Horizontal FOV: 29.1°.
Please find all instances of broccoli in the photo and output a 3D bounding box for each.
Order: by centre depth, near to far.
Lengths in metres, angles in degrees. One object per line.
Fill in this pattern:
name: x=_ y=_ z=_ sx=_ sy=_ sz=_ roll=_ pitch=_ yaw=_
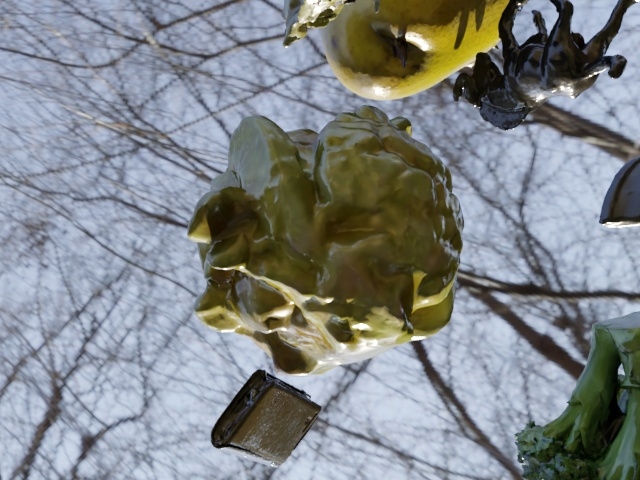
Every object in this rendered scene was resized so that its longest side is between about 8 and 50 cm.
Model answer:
broccoli: x=0.313 y=0.171 z=1.050 sx=0.261 sy=0.269 sz=0.242 roll=-20 pitch=-82 yaw=-15

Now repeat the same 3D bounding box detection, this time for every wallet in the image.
wallet: x=-0.065 y=0.225 z=1.532 sx=0.110 sy=0.031 sz=0.198 roll=-54 pitch=-25 yaw=-3

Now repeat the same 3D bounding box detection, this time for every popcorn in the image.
popcorn: x=0.000 y=-0.001 z=0.808 sx=0.187 sy=0.185 sz=0.167 roll=-15 pitch=-100 yaw=3

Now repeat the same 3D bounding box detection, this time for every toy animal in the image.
toy animal: x=0.241 y=-0.190 z=1.286 sx=0.084 sy=0.232 sz=0.148 roll=15 pitch=-99 yaw=-35

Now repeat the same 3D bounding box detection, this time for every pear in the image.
pear: x=0.078 y=-0.240 z=1.358 sx=0.267 sy=0.267 sz=0.178 roll=49 pitch=-129 yaw=-28

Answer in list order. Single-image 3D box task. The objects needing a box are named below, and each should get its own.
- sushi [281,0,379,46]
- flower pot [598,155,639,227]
sushi: x=0.028 y=-0.255 z=1.110 sx=0.131 sy=0.291 sz=0.139 roll=-4 pitch=-92 yaw=-22
flower pot: x=0.664 y=0.009 z=1.954 sx=0.379 sy=0.251 sz=0.379 roll=12 pitch=-112 yaw=-33
